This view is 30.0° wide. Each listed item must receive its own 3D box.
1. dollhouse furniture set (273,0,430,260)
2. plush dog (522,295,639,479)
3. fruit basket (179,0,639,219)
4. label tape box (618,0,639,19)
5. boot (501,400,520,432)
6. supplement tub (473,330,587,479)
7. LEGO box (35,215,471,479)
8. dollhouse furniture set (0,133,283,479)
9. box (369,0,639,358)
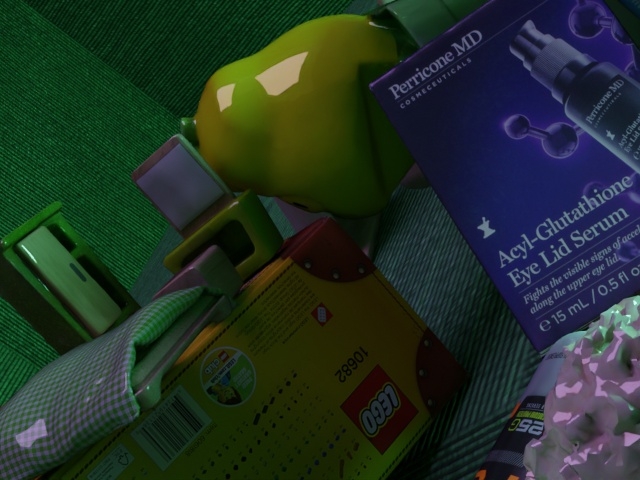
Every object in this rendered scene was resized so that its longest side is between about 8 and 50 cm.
[{"bbox_3d":[0.122,-0.158,1.436,0.394,0.256,0.362,-23,25,23],"label":"dollhouse furniture set"},{"bbox_3d":[0.229,0.075,0.354,0.225,0.262,0.211,-55,42,36],"label":"plush dog"},{"bbox_3d":[0.088,-0.101,1.026,0.392,0.283,0.392,-37,9,6],"label":"fruit basket"},{"bbox_3d":[0.220,-0.225,0.786,0.115,0.249,0.348,-44,15,36],"label":"label tape box"},{"bbox_3d":[0.188,0.082,0.742,0.197,0.073,0.152,-34,-6,-1],"label":"boot"},{"bbox_3d":[0.114,0.147,0.536,0.190,0.117,0.117,-56,13,-17],"label":"supplement tub"},{"bbox_3d":[-0.163,0.243,1.021,0.500,0.193,0.372,-44,6,-31],"label":"LEGO box"},{"bbox_3d":[-0.177,0.044,0.882,0.197,0.151,0.301,-37,7,26],"label":"dollhouse furniture set"},{"bbox_3d":[0.153,-0.051,0.762,0.153,0.207,0.108,-35,-12,11],"label":"box"}]
